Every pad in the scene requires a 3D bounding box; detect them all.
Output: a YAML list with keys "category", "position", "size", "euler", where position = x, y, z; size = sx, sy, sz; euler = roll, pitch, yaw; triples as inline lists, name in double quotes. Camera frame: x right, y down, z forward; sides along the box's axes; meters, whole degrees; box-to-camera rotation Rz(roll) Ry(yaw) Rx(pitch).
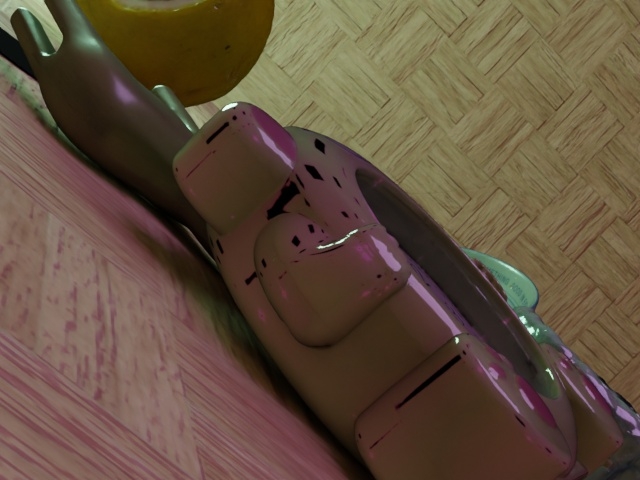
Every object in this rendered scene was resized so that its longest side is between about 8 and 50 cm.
- category: "pad"
  position: [-0.260, -0.163, 0.944]
  size: [0.112, 0.003, 0.157]
  euler: [46, 4, 37]

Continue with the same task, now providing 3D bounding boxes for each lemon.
- category: "lemon"
  position: [-0.175, -0.267, 1.374]
  size: [0.240, 0.240, 0.219]
  euler: [45, -21, 24]

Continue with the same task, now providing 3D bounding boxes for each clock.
- category: "clock"
  position: [0.052, 0.049, 0.753]
  size: [0.309, 0.114, 0.284]
  euler: [52, 15, 19]

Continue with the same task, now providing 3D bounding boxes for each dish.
- category: "dish"
  position: [0.204, 0.116, 1.831]
  size: [0.273, 0.133, 0.273]
  euler: [7, 22, -3]

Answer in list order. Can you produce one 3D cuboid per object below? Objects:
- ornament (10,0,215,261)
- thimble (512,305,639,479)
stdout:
- category: "ornament"
  position: [-0.115, -0.058, 0.858]
  size: [0.230, 0.061, 0.245]
  euler: [43, 11, -48]
- category: "thimble"
  position: [0.212, 0.179, 1.031]
  size: [0.237, 0.150, 0.237]
  euler: [43, 5, -5]
